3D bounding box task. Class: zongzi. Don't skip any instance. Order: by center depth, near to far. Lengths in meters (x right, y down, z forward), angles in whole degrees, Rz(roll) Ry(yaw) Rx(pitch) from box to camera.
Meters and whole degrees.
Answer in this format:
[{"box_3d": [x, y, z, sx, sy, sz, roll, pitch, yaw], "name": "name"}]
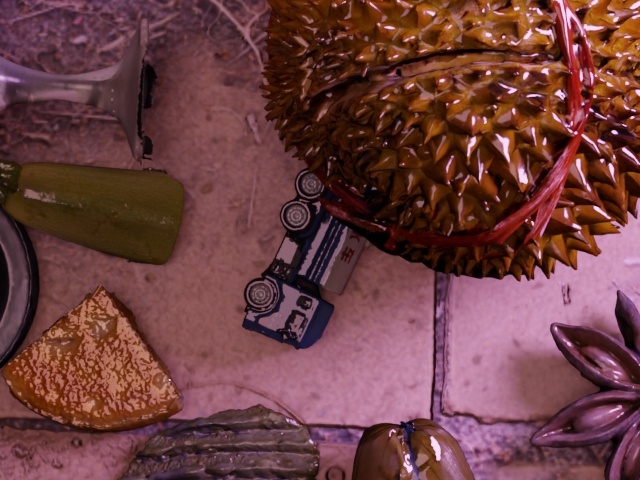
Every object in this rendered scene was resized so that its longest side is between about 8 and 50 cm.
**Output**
[{"box_3d": [0.160, 0.296, 1.427, 0.289, 0.123, 0.260, 8, 84, -2], "name": "zongzi"}]

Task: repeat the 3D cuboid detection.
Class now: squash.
[{"box_3d": [-0.231, -0.038, 1.515, 0.200, 0.075, 0.090, 14, 107, -14], "name": "squash"}]

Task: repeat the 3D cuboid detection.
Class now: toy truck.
[{"box_3d": [0.000, 0.000, 1.488, 0.088, 0.074, 0.201, 25, 89, -1], "name": "toy truck"}]

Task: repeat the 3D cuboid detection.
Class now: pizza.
[{"box_3d": [-0.201, 0.111, 1.512, 0.175, 0.046, 0.134, 17, 89, 8], "name": "pizza"}]

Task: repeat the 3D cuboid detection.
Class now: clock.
[{"box_3d": [-0.369, 0.041, 1.540, 0.215, 0.042, 0.214, 0, 86, 7], "name": "clock"}]

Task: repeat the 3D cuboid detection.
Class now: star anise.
[{"box_3d": [0.290, 0.153, 1.437, 0.212, 0.073, 0.196, 16, 84, 11], "name": "star anise"}]

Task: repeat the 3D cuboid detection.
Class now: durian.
[{"box_3d": [0.122, -0.136, 1.332, 0.348, 0.384, 0.347, -7, 73, 23], "name": "durian"}]

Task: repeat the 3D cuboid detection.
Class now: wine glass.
[{"box_3d": [-0.303, -0.141, 1.456, 0.321, 0.143, 0.143, 0, 86, -9], "name": "wine glass"}]

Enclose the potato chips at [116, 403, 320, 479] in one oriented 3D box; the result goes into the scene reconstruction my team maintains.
[{"box_3d": [-0.104, 0.203, 1.505, 0.208, 0.028, 0.091, -8, 84, 4], "name": "potato chips"}]
